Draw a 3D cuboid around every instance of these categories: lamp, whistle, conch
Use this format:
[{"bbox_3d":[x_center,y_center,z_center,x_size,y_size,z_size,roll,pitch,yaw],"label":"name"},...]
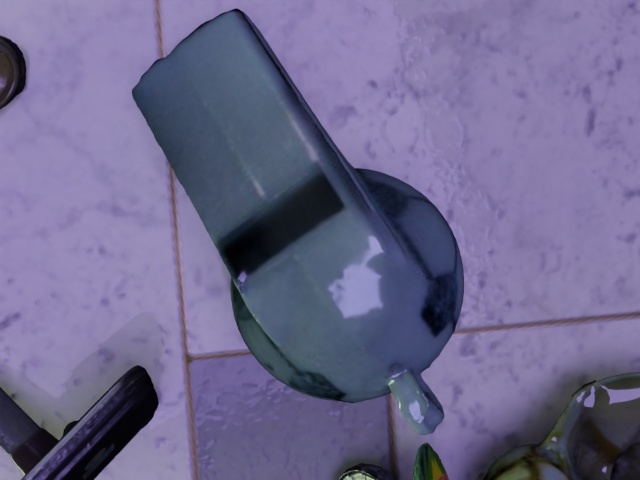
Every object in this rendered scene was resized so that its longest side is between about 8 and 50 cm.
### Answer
[{"bbox_3d":[-0.201,0.023,0.549,0.203,0.124,0.283,-44,98,-23],"label":"lamp"},{"bbox_3d":[0.000,0.000,0.560,0.163,0.163,0.289,-28,64,-5],"label":"whistle"},{"bbox_3d":[0.194,0.191,0.612,0.182,0.124,0.187,8,67,1],"label":"conch"}]

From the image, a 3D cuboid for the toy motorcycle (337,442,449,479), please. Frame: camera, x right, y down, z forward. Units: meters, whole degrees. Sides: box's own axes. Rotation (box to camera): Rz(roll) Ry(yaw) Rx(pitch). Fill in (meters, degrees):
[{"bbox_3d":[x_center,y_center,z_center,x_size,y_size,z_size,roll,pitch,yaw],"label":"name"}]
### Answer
[{"bbox_3d":[0.073,0.243,0.589,0.106,0.074,0.190,-29,76,38],"label":"toy motorcycle"}]
